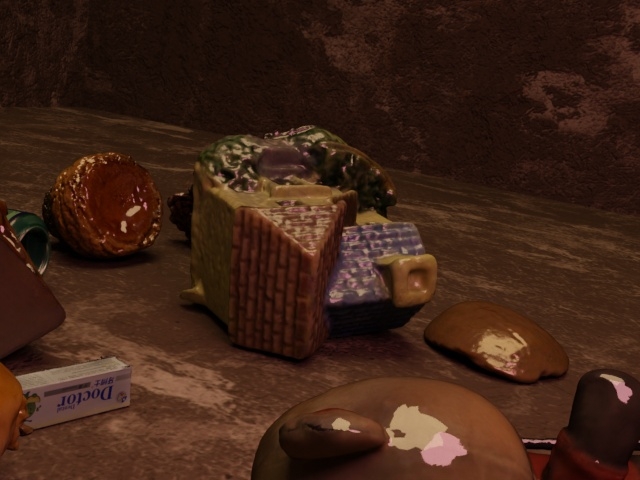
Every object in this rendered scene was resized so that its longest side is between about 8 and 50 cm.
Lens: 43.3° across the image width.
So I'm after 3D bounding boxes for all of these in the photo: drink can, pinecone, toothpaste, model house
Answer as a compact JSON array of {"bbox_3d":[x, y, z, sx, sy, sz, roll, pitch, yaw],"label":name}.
[{"bbox_3d":[-0.476,0.004,1.087,0.205,0.118,0.118,11,14,14],"label":"drink can"},{"bbox_3d":[-0.168,-0.060,1.456,0.179,0.149,0.195,10,9,39],"label":"pinecone"},{"bbox_3d":[-0.258,0.146,0.759,0.164,0.046,0.034,-6,17,-44],"label":"toothpaste"},{"bbox_3d":[-0.428,0.025,0.883,0.200,0.219,0.229,-30,27,-17],"label":"model house"},{"bbox_3d":[0.000,0.000,1.066,0.321,0.261,0.266,-4,19,-24],"label":"model house"}]

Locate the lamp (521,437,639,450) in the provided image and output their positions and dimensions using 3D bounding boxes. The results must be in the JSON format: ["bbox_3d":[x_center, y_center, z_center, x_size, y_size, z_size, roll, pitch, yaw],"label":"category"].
[{"bbox_3d":[0.178,0.209,0.749,0.372,0.108,0.130,-8,26,1],"label":"lamp"}]

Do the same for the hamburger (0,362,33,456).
[{"bbox_3d":[-0.364,0.126,0.538,0.290,0.170,0.314,23,18,31],"label":"hamburger"}]

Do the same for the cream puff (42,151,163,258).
[{"bbox_3d":[-0.372,-0.046,1.323,0.169,0.183,0.183,-15,-4,40],"label":"cream puff"}]

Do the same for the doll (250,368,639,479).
[{"bbox_3d":[0.116,0.188,0.531,0.330,0.235,0.174,11,53,-3],"label":"doll"}]

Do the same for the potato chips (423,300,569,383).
[{"bbox_3d":[0.240,0.125,1.089,0.196,0.061,0.208,11,12,8],"label":"potato chips"}]
